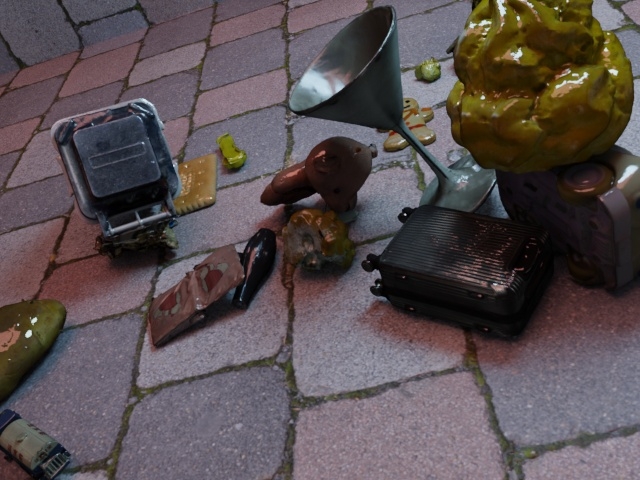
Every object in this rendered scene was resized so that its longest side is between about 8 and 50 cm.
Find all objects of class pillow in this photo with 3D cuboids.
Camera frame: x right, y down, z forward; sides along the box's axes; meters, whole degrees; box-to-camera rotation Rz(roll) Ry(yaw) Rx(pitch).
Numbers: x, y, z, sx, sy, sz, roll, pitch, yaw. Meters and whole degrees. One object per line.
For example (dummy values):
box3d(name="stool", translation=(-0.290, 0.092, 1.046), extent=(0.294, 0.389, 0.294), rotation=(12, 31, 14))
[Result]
box3d(name="pillow", translation=(-0.263, 0.115, 1.441), extent=(0.248, 0.049, 0.135), rotation=(-36, 43, 5))

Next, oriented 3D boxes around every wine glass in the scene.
box3d(name="wine glass", translation=(0.160, -0.221, 1.353), extent=(0.267, 0.406, 0.267), rotation=(-33, 32, 24))

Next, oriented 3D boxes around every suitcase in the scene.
box3d(name="suitcase", translation=(0.252, 0.046, 1.236), extent=(0.312, 0.128, 0.202), rotation=(12, 48, 36))

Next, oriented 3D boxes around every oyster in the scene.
box3d(name="oyster", translation=(-0.455, -0.013, 1.700), extent=(0.214, 0.083, 0.223), rotation=(-12, 21, -1))

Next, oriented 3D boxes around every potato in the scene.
box3d(name="potato", translation=(-0.682, 0.227, 1.463), extent=(0.191, 0.141, 0.296), rotation=(21, 51, 39))

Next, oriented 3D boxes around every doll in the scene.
box3d(name="doll", translation=(-0.006, -0.115, 1.528), extent=(0.201, 0.156, 0.303), rotation=(-20, -7, -44))

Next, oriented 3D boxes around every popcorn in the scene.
box3d(name="popcorn", translation=(0.304, -0.484, 1.935), extent=(0.083, 0.060, 0.068), rotation=(-9, 38, 30))

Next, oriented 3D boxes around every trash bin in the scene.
box3d(name="trash bin", translation=(-0.497, -0.152, 1.686), extent=(0.255, 0.296, 0.367), rotation=(-21, 2, -18))

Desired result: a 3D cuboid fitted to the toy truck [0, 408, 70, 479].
box3d(name="toy truck", translation=(-0.534, 0.376, 1.243), extent=(0.201, 0.088, 0.074), rotation=(14, 50, 38))

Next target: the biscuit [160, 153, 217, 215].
box3d(name="biscuit", translation=(-0.360, -0.154, 1.869), extent=(0.160, 0.030, 0.250), rotation=(-17, 37, 6))

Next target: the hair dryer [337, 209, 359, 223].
box3d(name="hair dryer", translation=(0.024, -0.044, 1.537), extent=(0.137, 0.047, 0.082), rotation=(-21, 36, -9))

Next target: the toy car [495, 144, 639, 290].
box3d(name="toy car", translation=(0.479, -0.100, 1.216), extent=(0.226, 0.242, 0.336), rotation=(-29, 38, -6))

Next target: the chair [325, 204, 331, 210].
box3d(name="chair", translation=(0.032, -0.093, 1.596), extent=(0.042, 0.037, 0.086), rotation=(-22, 39, 16))

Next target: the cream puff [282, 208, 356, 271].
box3d(name="cream puff", translation=(0.001, 0.000, 1.419), extent=(0.156, 0.156, 0.121), rotation=(-12, 70, 13))

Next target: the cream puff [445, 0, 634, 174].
box3d(name="cream puff", translation=(0.345, -0.284, 1.110), extent=(0.291, 0.257, 0.324), rotation=(16, 51, 41))

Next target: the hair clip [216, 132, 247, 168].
box3d(name="hair clip", translation=(-0.254, -0.245, 1.919), extent=(0.072, 0.046, 0.173), rotation=(-30, 36, -7))

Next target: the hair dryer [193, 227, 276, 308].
box3d(name="hair dryer", translation=(-0.205, 0.066, 1.510), extent=(0.219, 0.075, 0.196), rotation=(-8, 47, 34))

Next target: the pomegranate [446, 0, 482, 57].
box3d(name="pomegranate", translation=(0.485, -0.574, 1.815), extent=(0.340, 0.285, 0.285), rotation=(-24, 30, 37))

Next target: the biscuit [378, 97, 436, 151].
box3d(name="biscuit", translation=(0.222, -0.311, 1.784), extent=(0.153, 0.030, 0.234), rotation=(-10, 39, 12))
